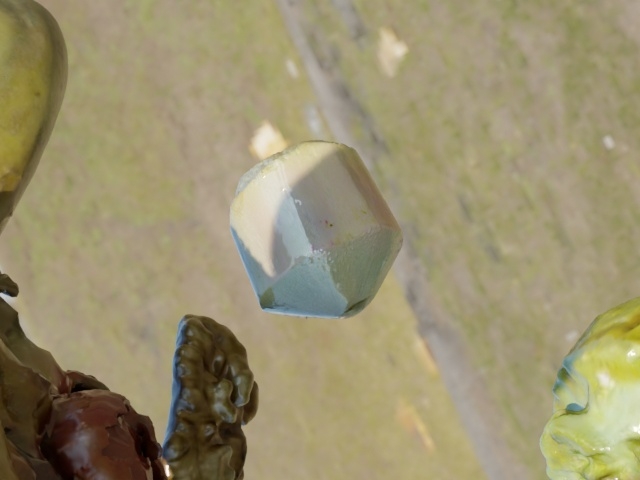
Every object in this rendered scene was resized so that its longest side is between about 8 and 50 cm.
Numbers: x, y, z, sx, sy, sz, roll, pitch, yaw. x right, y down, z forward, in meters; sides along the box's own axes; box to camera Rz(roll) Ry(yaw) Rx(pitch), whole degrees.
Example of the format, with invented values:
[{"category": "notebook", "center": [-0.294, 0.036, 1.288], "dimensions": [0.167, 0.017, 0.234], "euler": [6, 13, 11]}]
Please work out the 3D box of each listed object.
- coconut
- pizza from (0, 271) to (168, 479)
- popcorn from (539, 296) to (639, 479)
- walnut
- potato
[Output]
[{"category": "coconut", "center": [0.000, 0.000, 1.265], "dimensions": [0.116, 0.116, 0.122], "euler": [87, 160, -70]}, {"category": "pizza", "center": [-0.116, 0.189, 0.969], "dimensions": [0.406, 0.130, 0.440], "euler": [58, -176, -42]}, {"category": "popcorn", "center": [0.266, 0.140, 1.223], "dimensions": [0.221, 0.184, 0.204], "euler": [32, 163, 22]}, {"category": "walnut", "center": [-0.085, 0.142, 1.307], "dimensions": [0.143, 0.069, 0.170], "euler": [84, -168, -69]}, {"category": "potato", "center": [-0.287, -0.046, 1.174], "dimensions": [0.191, 0.296, 0.141], "euler": [24, 161, 34]}]
